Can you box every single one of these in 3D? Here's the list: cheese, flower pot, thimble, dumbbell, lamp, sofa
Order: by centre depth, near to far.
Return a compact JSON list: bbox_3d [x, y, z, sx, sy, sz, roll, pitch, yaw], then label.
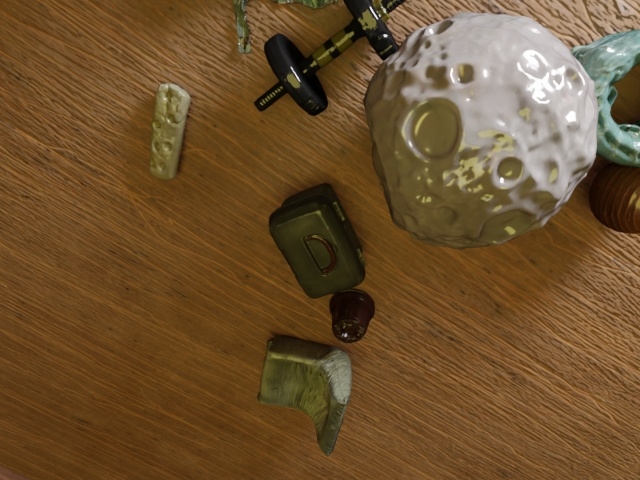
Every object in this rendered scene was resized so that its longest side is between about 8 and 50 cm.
[{"bbox_3d":[0.478,-0.224,0.658,0.235,0.143,0.198,27,110,-9],"label":"thimble"},{"bbox_3d":[0.020,-0.309,0.689,0.325,0.143,0.143,-30,110,22],"label":"dumbbell"},{"bbox_3d":[0.543,-0.079,0.744,0.136,0.136,0.136,4,119,7],"label":"lamp"},{"bbox_3d":[-0.303,-0.212,0.849,0.064,0.043,0.194,20,120,-4],"label":"cheese"},{"bbox_3d":[0.069,0.179,0.979,0.111,0.089,0.111,4,119,7],"label":"flower pot"},{"bbox_3d":[-0.047,0.373,1.053,0.225,0.176,0.210,15,120,0],"label":"sofa"}]

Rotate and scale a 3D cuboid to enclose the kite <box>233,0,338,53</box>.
[{"bbox_3d":[-0.125,-0.454,0.708,0.322,0.013,0.268,10,119,3],"label":"kite"}]

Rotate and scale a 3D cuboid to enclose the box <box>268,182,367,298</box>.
[{"bbox_3d":[0.000,0.000,0.869,0.147,0.129,0.210,-20,113,19],"label":"box"}]

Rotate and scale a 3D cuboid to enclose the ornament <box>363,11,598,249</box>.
[{"bbox_3d":[0.227,-0.156,0.637,0.336,0.337,0.337,4,119,7],"label":"ornament"}]
